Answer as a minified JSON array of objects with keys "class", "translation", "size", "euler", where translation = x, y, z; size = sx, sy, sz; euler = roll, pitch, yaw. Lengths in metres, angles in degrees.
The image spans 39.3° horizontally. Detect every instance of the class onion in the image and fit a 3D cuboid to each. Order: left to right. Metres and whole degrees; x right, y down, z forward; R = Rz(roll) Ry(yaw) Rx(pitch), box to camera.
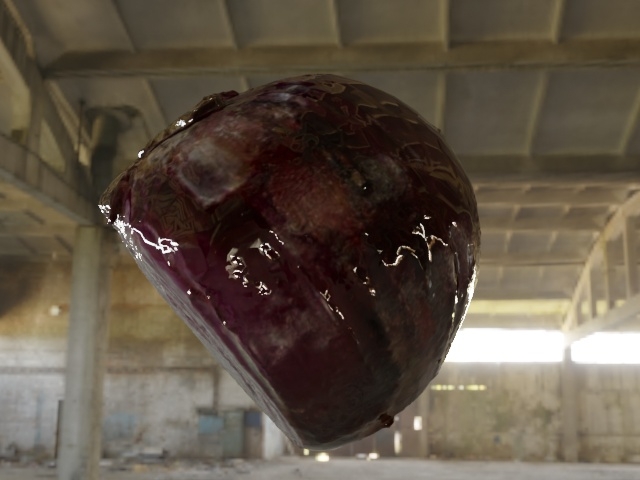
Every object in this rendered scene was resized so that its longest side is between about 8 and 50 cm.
[{"class":"onion","translation":[0.000,0.000,0.714],"size":[0.260,0.281,0.337],"euler":[-36,0,-12]}]
